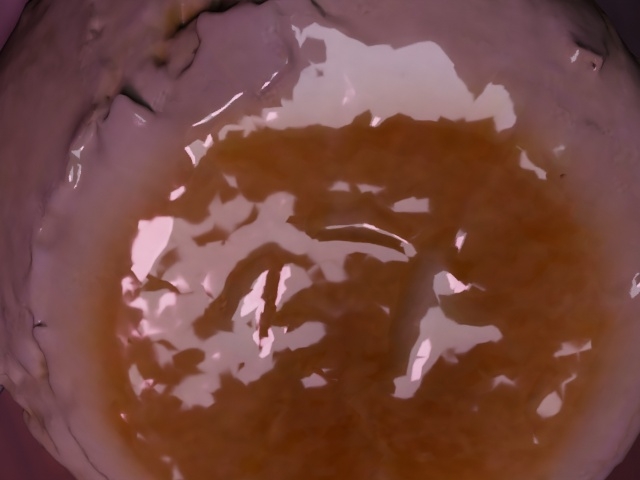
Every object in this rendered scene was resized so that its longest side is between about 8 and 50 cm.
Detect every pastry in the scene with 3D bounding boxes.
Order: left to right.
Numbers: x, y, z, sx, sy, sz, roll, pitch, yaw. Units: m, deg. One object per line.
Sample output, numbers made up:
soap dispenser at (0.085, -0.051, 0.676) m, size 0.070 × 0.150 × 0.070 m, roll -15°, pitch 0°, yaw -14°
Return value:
pastry at (0.000, 0.000, 0.377) m, size 0.166 × 0.088 × 0.165 m, roll -2°, pitch 112°, yaw -6°
